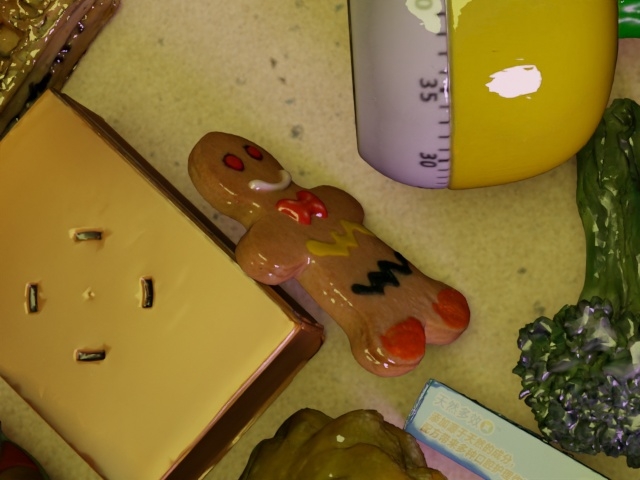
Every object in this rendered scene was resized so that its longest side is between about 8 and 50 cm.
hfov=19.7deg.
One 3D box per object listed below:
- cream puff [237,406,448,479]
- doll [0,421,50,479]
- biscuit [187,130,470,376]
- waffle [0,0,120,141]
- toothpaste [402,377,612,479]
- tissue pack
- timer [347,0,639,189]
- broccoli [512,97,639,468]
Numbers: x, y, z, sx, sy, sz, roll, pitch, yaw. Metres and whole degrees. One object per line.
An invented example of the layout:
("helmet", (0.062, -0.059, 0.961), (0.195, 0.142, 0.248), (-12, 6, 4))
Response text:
("cream puff", (0.010, 0.244, 1.360), (0.196, 0.244, 0.244), (33, 92, 0))
("doll", (-0.265, 0.239, 1.431), (0.322, 0.198, 0.186), (28, 101, 5))
("biscuit", (0.000, 0.000, 1.416), (0.250, 0.165, 0.036), (42, 121, 11))
("waffle", (-0.351, -0.207, 1.543), (0.308, 0.091, 0.213), (36, 93, 13))
("toothpaste", (0.192, 0.194, 1.404), (0.272, 0.066, 0.053), (30, 91, 13))
("tissue pack", (-0.158, 0.045, 1.453), (0.274, 0.145, 0.194), (44, 96, 12))
("timer", (0.154, -0.169, 1.358), (0.285, 0.285, 0.285), (-1, 84, 12))
("broccoli", (0.261, 0.034, 1.373), (0.198, 0.177, 0.275), (12, 74, 18))
